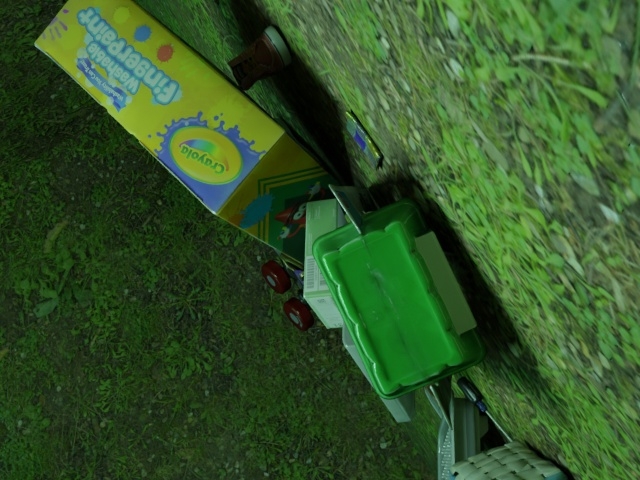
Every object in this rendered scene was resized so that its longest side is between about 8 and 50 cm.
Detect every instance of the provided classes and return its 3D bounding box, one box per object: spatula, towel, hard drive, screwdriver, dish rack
[{"bbox_3d":[-0.033,0.113,1.884,0.084,0.030,0.296,55,-176,-4],"label":"spatula"},{"bbox_3d":[0.059,-0.136,1.150,0.083,0.009,0.060,57,174,11],"label":"towel"},{"bbox_3d":[0.101,0.146,1.376,0.307,0.040,0.203,60,-153,-53],"label":"hard drive"},{"bbox_3d":[0.287,0.298,1.420,0.025,0.024,0.170,17,-150,-54],"label":"screwdriver"},{"bbox_3d":[0.262,0.450,1.560,0.333,0.072,0.285,86,-175,-62],"label":"dish rack"}]

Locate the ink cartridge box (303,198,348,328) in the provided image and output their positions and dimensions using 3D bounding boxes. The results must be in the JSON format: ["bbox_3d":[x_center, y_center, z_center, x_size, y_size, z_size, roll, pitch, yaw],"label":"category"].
[{"bbox_3d":[0.036,0.064,1.361,0.235,0.056,0.171,60,-154,-56],"label":"ink cartridge box"}]

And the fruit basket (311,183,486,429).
[{"bbox_3d":[0.121,0.067,1.154,0.327,0.165,0.353,65,-165,3],"label":"fruit basket"}]

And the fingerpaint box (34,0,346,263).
[{"bbox_3d":[-0.187,-0.190,1.387,0.445,0.163,0.371,42,-177,23],"label":"fingerpaint box"}]

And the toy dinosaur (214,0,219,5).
[{"bbox_3d":[-0.255,-0.524,1.512,0.268,0.064,0.118,50,176,41],"label":"toy dinosaur"}]

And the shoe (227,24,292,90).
[{"bbox_3d":[-0.098,-0.282,1.335,0.063,0.081,0.178,59,174,-4],"label":"shoe"}]

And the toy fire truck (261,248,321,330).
[{"bbox_3d":[-0.012,0.111,2.302,0.302,0.169,0.254,59,157,-12],"label":"toy fire truck"}]

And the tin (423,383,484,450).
[{"bbox_3d":[0.279,0.374,1.794,0.189,0.040,0.106,55,177,27],"label":"tin"}]

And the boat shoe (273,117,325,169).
[{"bbox_3d":[-0.041,-0.119,1.645,0.119,0.121,0.335,52,-170,-41],"label":"boat shoe"}]

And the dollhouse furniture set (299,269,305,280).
[{"bbox_3d":[0.081,0.146,1.765,0.259,0.135,0.262,57,174,9],"label":"dollhouse furniture set"}]

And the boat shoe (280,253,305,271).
[{"bbox_3d":[0.024,0.109,2.044,0.307,0.104,0.110,44,161,30],"label":"boat shoe"}]

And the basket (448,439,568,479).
[{"bbox_3d":[0.304,0.464,1.251,0.255,0.201,0.289,167,82,-82],"label":"basket"}]
